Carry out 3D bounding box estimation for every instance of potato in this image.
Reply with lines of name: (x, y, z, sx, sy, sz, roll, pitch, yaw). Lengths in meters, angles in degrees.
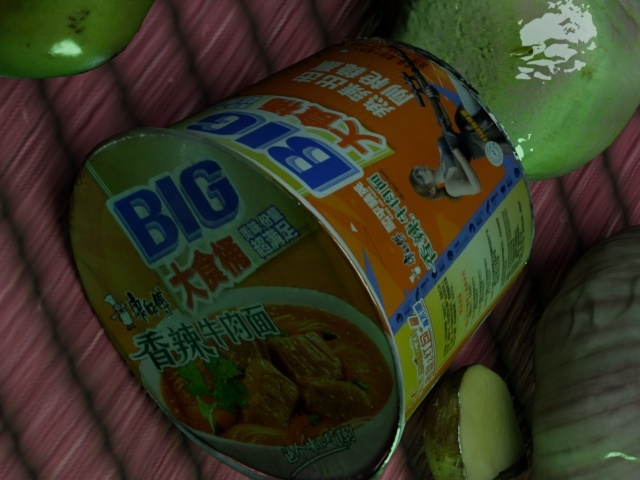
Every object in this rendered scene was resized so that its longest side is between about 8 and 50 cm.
potato: (0.117, 0.152, 1.460, 0.096, 0.066, 0.103, -13, 94, -52)

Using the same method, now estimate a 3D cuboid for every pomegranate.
pomegranate: (-0.174, -0.188, 1.176, 0.210, 0.180, 0.180, 23, 76, -66)

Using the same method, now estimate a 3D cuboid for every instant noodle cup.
instant noodle cup: (0.000, 0.000, 1.246, 0.214, 0.296, 0.296, -40, 115, -38)

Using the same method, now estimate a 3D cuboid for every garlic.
garlic: (0.313, 0.131, 1.474, 0.317, 0.259, 0.317, 24, 49, -31)

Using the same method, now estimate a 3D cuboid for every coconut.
coconut: (0.155, -0.155, 1.395, 0.236, 0.205, 0.236, 38, 40, -41)
